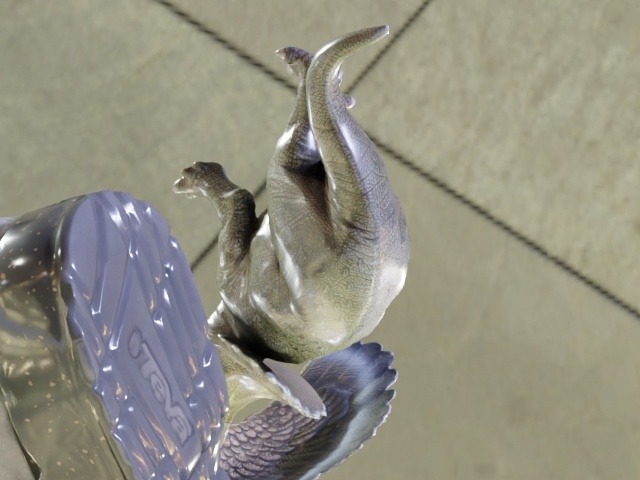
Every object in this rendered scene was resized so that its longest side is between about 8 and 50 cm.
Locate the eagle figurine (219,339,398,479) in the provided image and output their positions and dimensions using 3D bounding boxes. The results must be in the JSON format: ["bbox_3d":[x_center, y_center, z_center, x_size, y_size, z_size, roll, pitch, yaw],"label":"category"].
[{"bbox_3d":[-0.088,0.196,1.622,0.298,0.226,0.225,1,110,-29],"label":"eagle figurine"}]

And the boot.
[{"bbox_3d":[-0.125,0.148,0.672,0.223,0.118,0.338,-10,101,22],"label":"boot"}]

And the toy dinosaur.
[{"bbox_3d":[0.000,0.000,0.955,0.121,0.160,0.313,0,151,-34],"label":"toy dinosaur"}]
